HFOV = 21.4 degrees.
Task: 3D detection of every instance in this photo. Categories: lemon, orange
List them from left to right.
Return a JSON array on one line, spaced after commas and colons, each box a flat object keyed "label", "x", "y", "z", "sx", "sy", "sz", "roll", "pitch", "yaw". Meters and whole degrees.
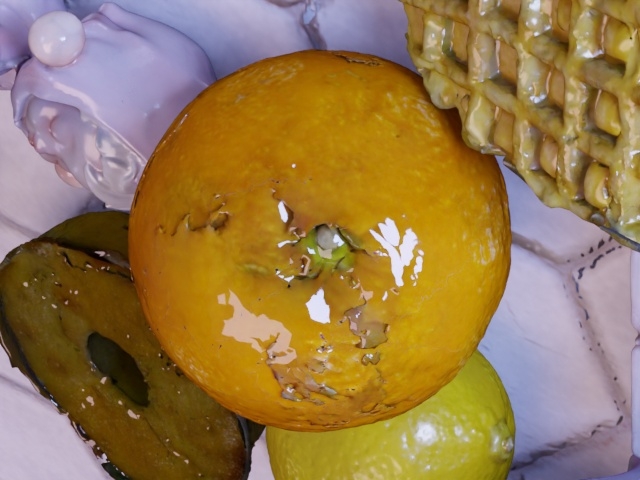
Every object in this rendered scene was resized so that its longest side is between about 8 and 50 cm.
[{"label": "orange", "x": 0.000, "y": 0.000, "z": 1.080, "sx": 0.246, "sy": 0.246, "sz": 0.246, "roll": 23, "pitch": 140, "yaw": 20}, {"label": "lemon", "x": 0.055, "y": 0.144, "z": 1.240, "sx": 0.203, "sy": 0.178, "sz": 0.178, "roll": 0, "pitch": 129, "yaw": 38}]

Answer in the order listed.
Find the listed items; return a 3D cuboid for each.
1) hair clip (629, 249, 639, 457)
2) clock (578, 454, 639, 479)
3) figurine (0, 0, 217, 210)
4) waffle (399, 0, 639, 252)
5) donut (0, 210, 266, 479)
[{"label": "hair clip", "x": 0.240, "y": 0.009, "z": 1.018, "sx": 0.101, "sy": 0.085, "sz": 0.330, "roll": 12, "pitch": 135, "yaw": 23}, {"label": "clock", "x": 0.308, "y": 0.219, "z": 1.036, "sx": 0.338, "sy": 0.338, "sz": 0.102, "roll": 10, "pitch": 100, "yaw": 33}, {"label": "figurine", "x": -0.177, "y": -0.120, "z": 1.198, "sx": 0.276, "sy": 0.133, "sz": 0.200, "roll": 34, "pitch": 155, "yaw": 14}, {"label": "waffle", "x": 0.136, "y": -0.122, "z": 0.912, "sx": 0.262, "sy": 0.060, "sz": 0.280, "roll": -39, "pitch": 71, "yaw": 58}, {"label": "donut", "x": -0.144, "y": 0.086, "z": 1.412, "sx": 0.272, "sy": 0.107, "sz": 0.272, "roll": 21, "pitch": 135, "yaw": 23}]
